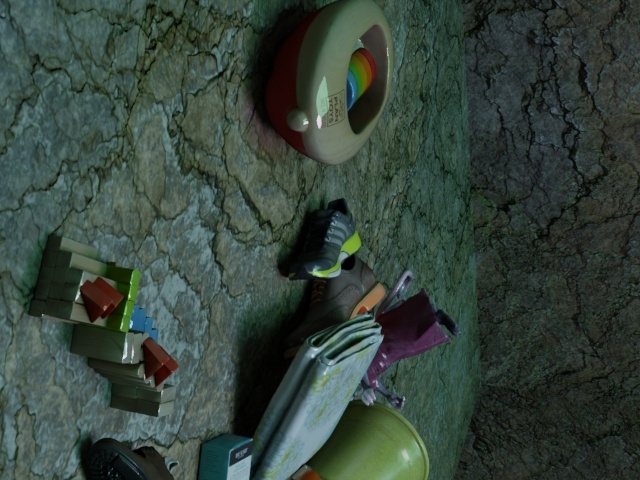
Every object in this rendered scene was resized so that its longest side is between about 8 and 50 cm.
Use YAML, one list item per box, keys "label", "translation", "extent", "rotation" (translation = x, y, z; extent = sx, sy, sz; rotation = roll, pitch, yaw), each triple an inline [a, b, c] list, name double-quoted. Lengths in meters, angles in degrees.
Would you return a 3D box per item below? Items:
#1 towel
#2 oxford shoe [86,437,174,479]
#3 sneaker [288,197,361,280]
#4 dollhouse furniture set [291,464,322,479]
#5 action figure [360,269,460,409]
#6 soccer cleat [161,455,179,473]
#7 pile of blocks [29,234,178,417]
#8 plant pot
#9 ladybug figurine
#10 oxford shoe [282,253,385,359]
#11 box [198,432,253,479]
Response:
- label: "towel"
  translation: [-0.027, 0.333, 1.836]
  extent: [0.375, 0.090, 0.320]
  rotation: [-63, 161, 17]
- label: "oxford shoe"
  translation: [-0.281, 0.342, 1.350]
  extent: [0.227, 0.082, 0.096]
  rotation: [67, 11, -48]
- label: "sneaker"
  translation: [0.000, 0.000, 1.942]
  extent: [0.300, 0.111, 0.121]
  rotation: [-51, 133, -64]
- label: "dollhouse furniture set"
  translation: [-0.030, 0.630, 1.858]
  extent: [0.259, 0.262, 0.135]
  rotation: [-40, 161, -6]
- label: "action figure"
  translation: [0.123, 0.248, 2.094]
  extent: [0.276, 0.370, 0.248]
  rotation: [59, -5, 21]
- label: "soccer cleat"
  translation: [-0.257, 0.381, 1.456]
  extent: [0.083, 0.035, 0.029]
  rotation: [-60, 150, -47]
- label: "pile of blocks"
  translation: [-0.258, 0.124, 1.256]
  extent: [0.362, 0.112, 0.149]
  rotation: [71, 33, -51]
- label: "plant pot"
  translation: [0.075, 0.556, 2.130]
  extent: [0.254, 0.276, 0.276]
  rotation: [-35, 130, -48]
- label: "ladybug figurine"
  translation: [0.015, -0.312, 1.761]
  extent: [0.449, 0.161, 0.305]
  rotation: [-49, 142, -57]
- label: "oxford shoe"
  translation: [0.008, 0.146, 2.016]
  extent: [0.133, 0.130, 0.363]
  rotation: [60, 36, -5]
- label: "box"
  translation: [-0.181, 0.484, 1.656]
  extent: [0.100, 0.060, 0.244]
  rotation: [-1, 98, -70]
